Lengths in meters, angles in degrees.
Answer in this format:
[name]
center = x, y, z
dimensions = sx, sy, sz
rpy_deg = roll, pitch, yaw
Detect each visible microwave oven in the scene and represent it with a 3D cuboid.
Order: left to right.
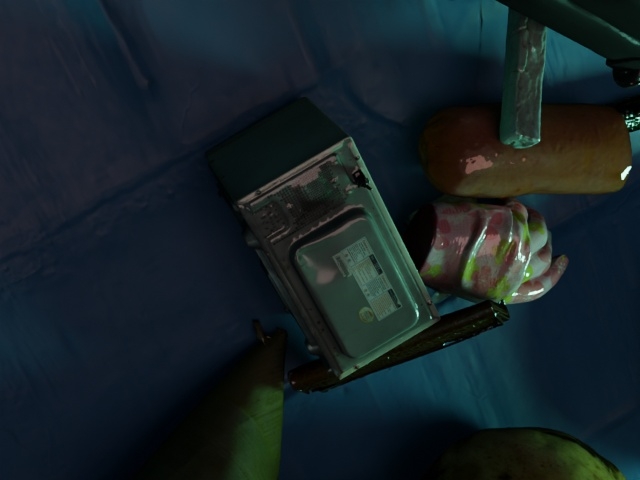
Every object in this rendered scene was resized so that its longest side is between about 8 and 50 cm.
[microwave oven]
center = 0.000, 0.000, 1.116
dimensions = 0.145, 0.194, 0.240
rpy_deg = -29, 118, -1

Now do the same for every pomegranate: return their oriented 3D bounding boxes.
[pomegranate]
center = 0.253, 0.382, 1.316
dimensions = 0.322, 0.322, 0.322
rpy_deg = -8, 111, -21

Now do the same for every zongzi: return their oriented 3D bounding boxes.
[zongzi]
center = -0.094, 0.316, 1.053
dimensions = 0.181, 0.447, 0.418
rpy_deg = 32, 89, -24

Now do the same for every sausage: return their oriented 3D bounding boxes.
[sausage]
center = 0.234, -0.106, 1.229
dimensions = 0.259, 0.113, 0.113
rpy_deg = -2, 109, -21

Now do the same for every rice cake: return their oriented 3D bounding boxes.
[rice cake]
center = 0.229, -0.224, 1.168
dimensions = 0.042, 0.045, 0.245
rpy_deg = 8, 80, -14

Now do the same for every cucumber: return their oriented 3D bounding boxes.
[cucumber]
center = 0.460, -0.179, 1.341
dimensions = 0.257, 0.043, 0.044
rpy_deg = -18, 120, -18

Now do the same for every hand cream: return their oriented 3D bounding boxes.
[hand cream]
center = 0.145, -0.039, 1.267
dimensions = 0.102, 0.022, 0.035
rpy_deg = -29, 122, -18

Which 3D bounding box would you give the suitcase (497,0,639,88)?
[suitcase]
center = 0.306, -0.365, 1.088
dimensions = 0.345, 0.188, 0.339
rpy_deg = 16, 78, -32

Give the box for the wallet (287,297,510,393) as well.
[wallet]
center = 0.094, 0.123, 1.194
dimensions = 0.243, 0.133, 0.039
rpy_deg = -23, 77, 14

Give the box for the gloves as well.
[gloves]
center = 0.212, 0.020, 1.259
dimensions = 0.241, 0.126, 0.145
rpy_deg = 9, 103, -23
